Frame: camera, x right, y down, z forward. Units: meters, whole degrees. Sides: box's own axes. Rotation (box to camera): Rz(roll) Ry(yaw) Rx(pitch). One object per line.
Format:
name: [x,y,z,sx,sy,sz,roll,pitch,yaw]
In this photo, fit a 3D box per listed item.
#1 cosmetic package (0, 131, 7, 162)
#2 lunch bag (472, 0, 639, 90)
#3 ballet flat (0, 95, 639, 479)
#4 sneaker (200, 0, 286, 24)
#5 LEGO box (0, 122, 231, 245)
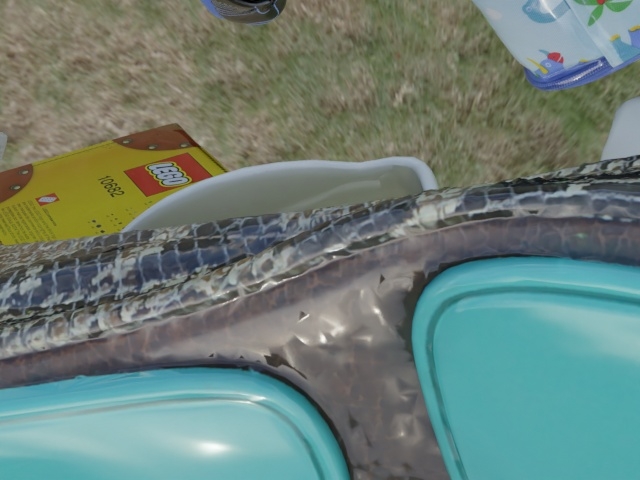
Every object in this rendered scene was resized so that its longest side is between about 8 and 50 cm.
cosmetic package: [-0.411,-0.039,1.202,0.151,0.151,0.183,15,91,-6]
lunch bag: [0.176,-0.180,0.598,0.219,0.176,0.090,-28,123,25]
ballet flat: [0.035,0.031,0.407,0.483,0.182,0.164,-4,127,22]
sneaker: [-0.074,-0.262,1.265,0.090,0.232,0.081,24,96,22]
LEGO box: [-0.068,0.187,0.861,0.193,0.500,0.372,-19,122,-20]
